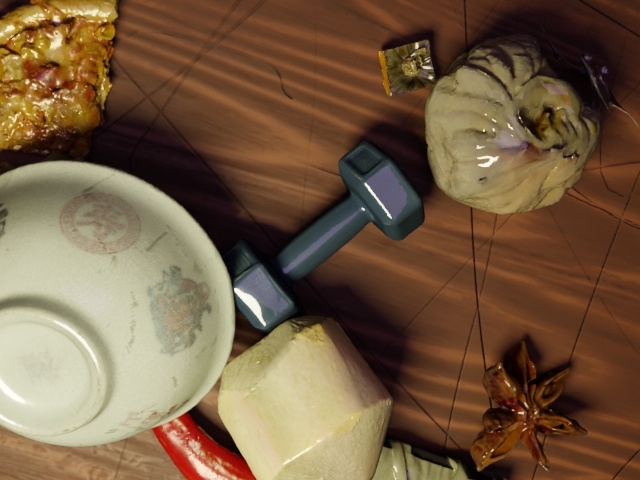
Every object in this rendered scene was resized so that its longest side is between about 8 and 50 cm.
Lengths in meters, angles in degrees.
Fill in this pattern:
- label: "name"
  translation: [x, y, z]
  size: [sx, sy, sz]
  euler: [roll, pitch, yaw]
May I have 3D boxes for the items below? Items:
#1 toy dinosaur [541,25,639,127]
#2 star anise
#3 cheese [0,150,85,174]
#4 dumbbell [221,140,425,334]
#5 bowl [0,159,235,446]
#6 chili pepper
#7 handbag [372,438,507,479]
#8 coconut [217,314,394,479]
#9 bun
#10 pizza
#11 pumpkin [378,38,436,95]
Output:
- label: "toy dinosaur"
  translation: [0.423, -0.257, 1.227]
  size: [0.220, 0.108, 0.032]
  euler: [44, 120, 4]
- label: "star anise"
  translation: [0.320, 0.266, 1.266]
  size: [0.212, 0.111, 0.196]
  euler: [-16, 103, -13]
- label: "cheese"
  translation: [-0.415, -0.047, 1.137]
  size: [0.202, 0.091, 0.175]
  euler: [-30, 103, 5]
- label: "dumbbell"
  translation: [0.000, 0.000, 1.180]
  size: [0.316, 0.156, 0.144]
  euler: [-39, 69, -2]
- label: "bowl"
  translation: [-0.341, 0.126, 1.037]
  size: [0.434, 0.196, 0.435]
  euler: [2, 111, 4]
- label: "chili pepper"
  translation: [-0.132, 0.339, 1.229]
  size: [0.368, 0.092, 0.137]
  euler: [29, 76, -13]
- label: "handbag"
  translation: [0.144, 0.458, 1.254]
  size: [0.315, 0.109, 0.253]
  euler: [18, 84, -11]
- label: "coconut"
  translation: [-0.012, 0.253, 1.132]
  size: [0.239, 0.239, 0.244]
  euler: [-34, 66, -3]
- label: "bun"
  translation: [0.285, -0.163, 1.168]
  size: [0.281, 0.205, 0.282]
  euler: [-1, 97, -6]
- label: "pizza"
  translation: [-0.402, -0.219, 1.138]
  size: [0.335, 0.086, 0.226]
  euler: [-38, 99, -4]
- label: "pumpkin"
  translation: [0.136, -0.266, 1.215]
  size: [0.083, 0.054, 0.074]
  euler: [-16, 102, -10]
